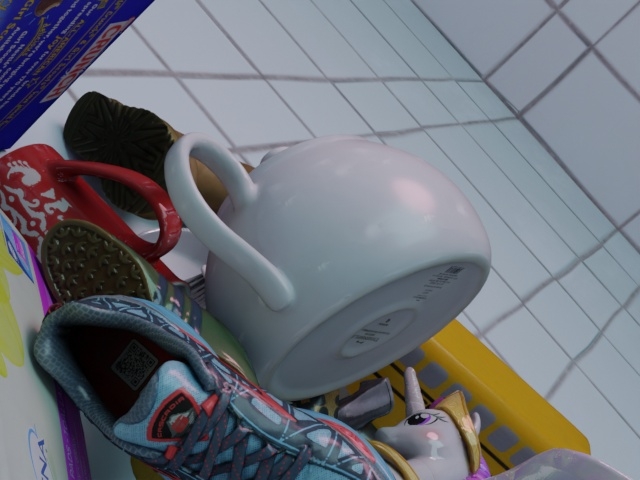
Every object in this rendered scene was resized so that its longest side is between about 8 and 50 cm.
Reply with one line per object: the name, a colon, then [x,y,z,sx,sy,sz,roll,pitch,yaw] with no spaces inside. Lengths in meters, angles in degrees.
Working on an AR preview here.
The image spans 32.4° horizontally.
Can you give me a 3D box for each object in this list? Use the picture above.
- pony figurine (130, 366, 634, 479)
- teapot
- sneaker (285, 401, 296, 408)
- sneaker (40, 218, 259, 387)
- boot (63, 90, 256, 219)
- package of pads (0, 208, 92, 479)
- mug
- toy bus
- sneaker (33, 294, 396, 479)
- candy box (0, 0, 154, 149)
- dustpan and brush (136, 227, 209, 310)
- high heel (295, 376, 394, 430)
pony figurine: [0.075,0.247,0.815,0.363,0.303,0.351,-7,46,-44]
teapot: [0.000,0.000,0.901,0.252,0.256,0.187,-22,67,-20]
sneaker: [-0.059,0.155,0.936,0.031,0.083,0.035,56,20,-87]
sneaker: [-0.116,0.063,0.789,0.192,0.064,0.086,42,2,10]
boot: [-0.103,-0.053,1.125,0.269,0.089,0.236,26,12,-41]
package of pads: [-0.223,0.070,0.637,0.229,0.101,0.296,67,-1,-48]
mug: [-0.187,0.000,0.886,0.169,0.150,0.113,47,-1,15]
toy bus: [0.173,0.207,1.169,0.332,0.130,0.108,42,23,-10]
sneaker: [-0.070,0.120,0.649,0.262,0.104,0.125,30,-3,22]
candy box: [-0.285,-0.173,0.836,0.122,0.268,0.317,52,22,6]
dustpan and brush: [-0.075,0.044,1.103,0.211,0.060,0.147,8,43,-56]
high heel: [-0.033,0.070,1.017,0.186,0.093,0.261,-16,82,-52]
